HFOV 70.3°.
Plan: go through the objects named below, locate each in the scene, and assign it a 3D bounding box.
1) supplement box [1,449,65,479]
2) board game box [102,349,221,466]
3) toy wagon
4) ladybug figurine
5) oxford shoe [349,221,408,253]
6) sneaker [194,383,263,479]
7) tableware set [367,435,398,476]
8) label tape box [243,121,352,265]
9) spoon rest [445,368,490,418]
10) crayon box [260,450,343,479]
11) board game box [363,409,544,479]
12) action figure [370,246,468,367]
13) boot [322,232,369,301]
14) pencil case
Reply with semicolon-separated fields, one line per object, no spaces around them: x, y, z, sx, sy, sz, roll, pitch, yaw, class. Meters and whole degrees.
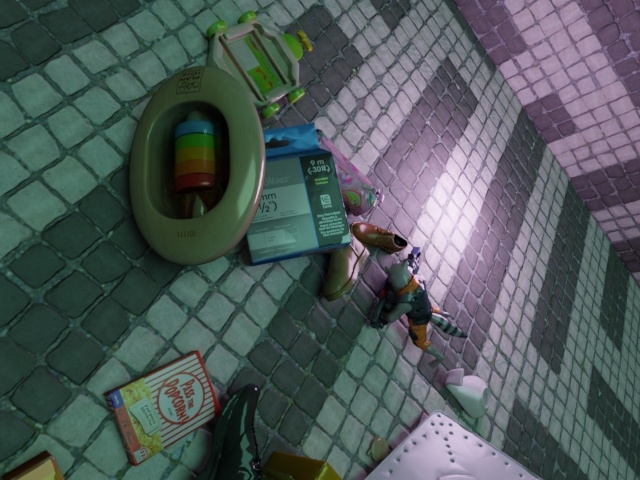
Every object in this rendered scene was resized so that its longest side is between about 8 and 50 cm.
-0.441;0.478;0.757;0.078;0.080;0.234;-26;92;-39;supplement box
-0.314;0.331;0.921;0.193;0.045;0.147;-22;91;-40;board game box
-0.152;-0.504;1.280;0.344;0.068;0.267;-43;105;-39;toy wagon
-0.253;-0.162;0.989;0.162;0.304;0.450;42;46;-72;ladybug figurine
0.183;-0.016;1.399;0.212;0.076;0.076;16;69;-32;oxford shoe
-0.168;0.445;0.936;0.130;0.109;0.287;13;69;11;sneaker
0.186;0.626;1.249;0.168;0.020;0.141;30;58;-27;tableware set
-0.086;-0.130;1.132;0.248;0.115;0.348;-11;85;-13;label tape box
0.486;0.494;1.501;0.276;0.084;0.137;43;55;-37;spoon rest
-0.004;0.573;0.994;0.319;0.202;0.081;53;51;-15;crayon box
0.352;0.653;1.142;0.389;0.389;0.051;-23;128;-40;board game box
0.311;0.169;1.386;0.330;0.178;0.341;50;54;-28;action figure
0.000;0.000;1.247;0.270;0.089;0.236;50;42;-16;boot
0.055;-0.191;1.319;0.284;0.124;0.124;40;56;-22;pencil case
